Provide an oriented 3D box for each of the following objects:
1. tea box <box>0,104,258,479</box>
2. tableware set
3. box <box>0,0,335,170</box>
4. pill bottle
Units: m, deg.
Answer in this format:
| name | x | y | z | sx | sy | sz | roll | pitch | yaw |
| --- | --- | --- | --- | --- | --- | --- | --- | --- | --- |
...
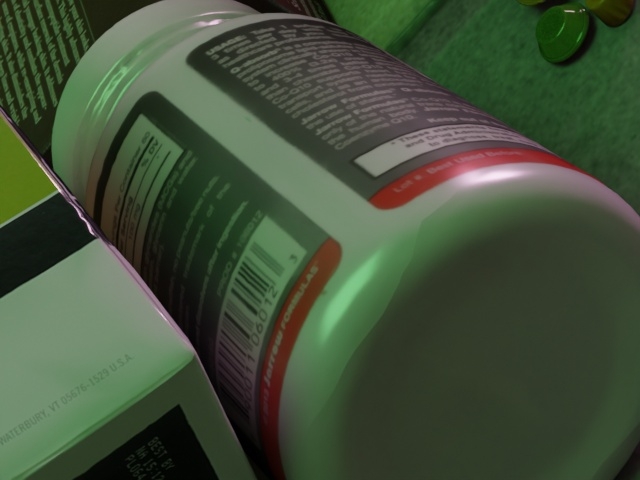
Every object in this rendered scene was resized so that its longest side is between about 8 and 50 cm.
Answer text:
| name | x | y | z | sx | sy | sz | roll | pitch | yaw |
| --- | --- | --- | --- | --- | --- | --- | --- | --- | --- |
| tea box | -0.185 | 0.104 | 0.902 | 0.220 | 0.329 | 0.323 | -33 | 51 | -11 |
| tableware set | 0.152 | -0.179 | 1.035 | 0.104 | 0.024 | 0.154 | -36 | 45 | 35 |
| box | -0.172 | -0.079 | 1.259 | 0.381 | 0.143 | 0.191 | -47 | 39 | 22 |
| pill bottle | 0.000 | 0.000 | 0.946 | 0.210 | 0.210 | 0.363 | -58 | 37 | 6 |
